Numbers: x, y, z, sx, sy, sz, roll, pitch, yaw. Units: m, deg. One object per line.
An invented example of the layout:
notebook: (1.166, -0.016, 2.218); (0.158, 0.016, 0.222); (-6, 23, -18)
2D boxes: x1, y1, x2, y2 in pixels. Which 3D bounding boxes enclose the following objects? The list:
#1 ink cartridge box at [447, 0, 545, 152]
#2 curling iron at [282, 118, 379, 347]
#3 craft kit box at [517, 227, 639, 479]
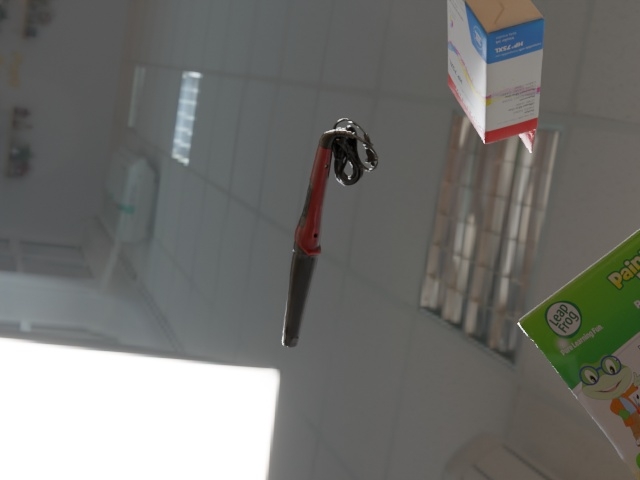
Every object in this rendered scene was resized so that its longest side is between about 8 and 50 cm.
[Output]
ink cartridge box: (0.224, -0.224, 1.301); (0.231, 0.078, 0.134); (80, -10, -49)
curling iron: (0.000, 0.000, 1.092); (0.035, 0.068, 0.274); (-93, -161, -69)
craft kit box: (0.272, 0.073, 0.537); (0.246, 0.061, 0.250); (54, -52, 11)
